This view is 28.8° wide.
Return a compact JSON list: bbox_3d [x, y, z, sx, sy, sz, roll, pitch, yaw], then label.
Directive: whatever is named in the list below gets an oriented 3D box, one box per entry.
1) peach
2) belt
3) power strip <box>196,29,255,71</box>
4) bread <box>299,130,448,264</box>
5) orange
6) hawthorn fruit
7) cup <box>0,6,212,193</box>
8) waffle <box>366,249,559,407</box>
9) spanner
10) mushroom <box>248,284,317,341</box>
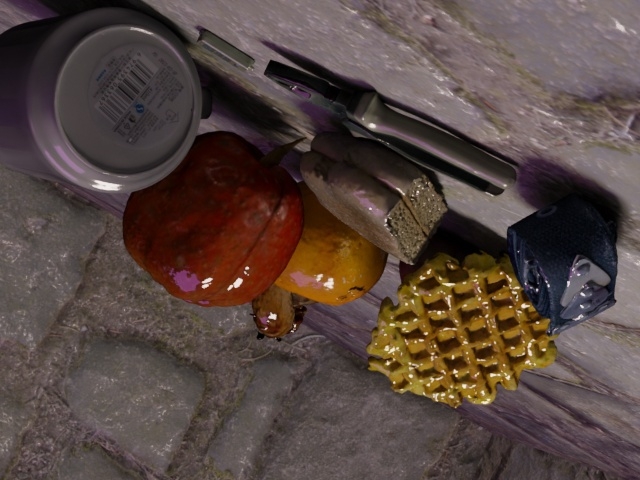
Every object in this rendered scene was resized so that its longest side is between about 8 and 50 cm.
[{"bbox_3d":[0.194,0.058,1.973,0.152,0.152,0.152,26,170,5],"label":"peach"},{"bbox_3d":[0.302,0.018,1.497,0.122,0.128,0.218,63,-179,21],"label":"belt"},{"bbox_3d":[-0.118,-0.236,1.561,0.083,0.017,0.027,31,171,-16],"label":"power strip"},{"bbox_3d":[0.064,-0.065,1.684,0.183,0.102,0.337,29,176,16],"label":"bread"},{"bbox_3d":[0.001,0.002,1.962,0.219,0.193,0.219,28,-162,-10],"label":"orange"},{"bbox_3d":[-0.154,-0.030,1.788,0.258,0.258,0.262,28,128,-6],"label":"hawthorn fruit"},{"bbox_3d":[-0.286,-0.190,1.711,0.323,0.237,0.327,-2,-174,-31],"label":"cup"},{"bbox_3d":[0.229,0.133,1.888,0.325,0.302,0.068,13,-144,-27],"label":"waffle"},{"bbox_3d":[0.082,-0.136,1.488,0.325,0.040,0.095,26,170,-2],"label":"spanner"},{"bbox_3d":[-0.087,0.045,2.279,0.263,0.283,0.195,8,-150,3],"label":"mushroom"}]
